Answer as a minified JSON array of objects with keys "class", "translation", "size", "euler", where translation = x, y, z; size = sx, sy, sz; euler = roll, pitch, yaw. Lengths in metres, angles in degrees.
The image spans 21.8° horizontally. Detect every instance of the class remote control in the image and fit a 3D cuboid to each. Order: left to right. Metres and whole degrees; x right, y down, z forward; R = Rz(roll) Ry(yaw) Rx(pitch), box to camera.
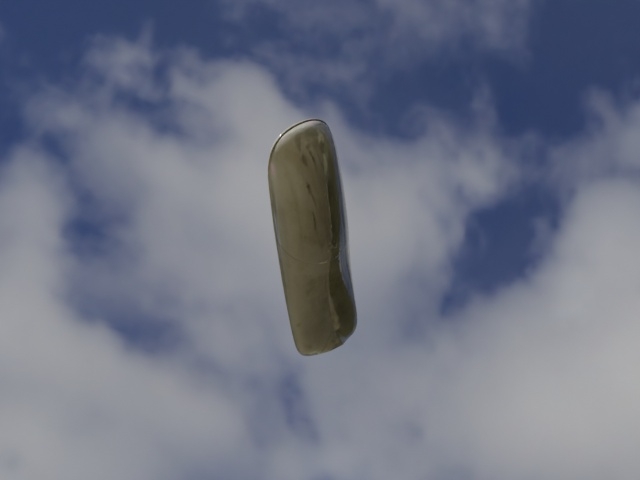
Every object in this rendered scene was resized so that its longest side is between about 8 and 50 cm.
[{"class":"remote control","translation":[0.000,0.000,1.485],"size":[0.044,0.073,0.229],"euler":[23,-50,46]}]
